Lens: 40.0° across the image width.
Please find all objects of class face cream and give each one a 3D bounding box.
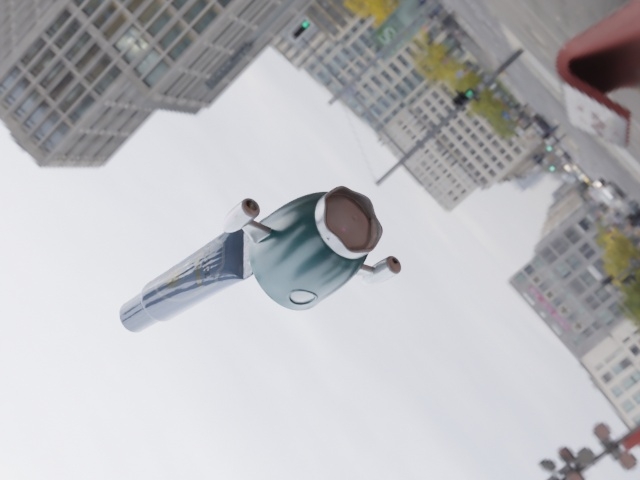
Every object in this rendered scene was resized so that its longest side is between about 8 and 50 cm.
[{"bbox_3d":[-0.256,0.082,1.706,0.086,0.385,0.135,26,-133,-37],"label":"face cream"}]

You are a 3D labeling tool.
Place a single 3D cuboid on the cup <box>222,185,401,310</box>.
[{"bbox_3d":[0.000,0.000,1.342,0.300,0.173,0.167,21,-126,-29],"label":"cup"}]
